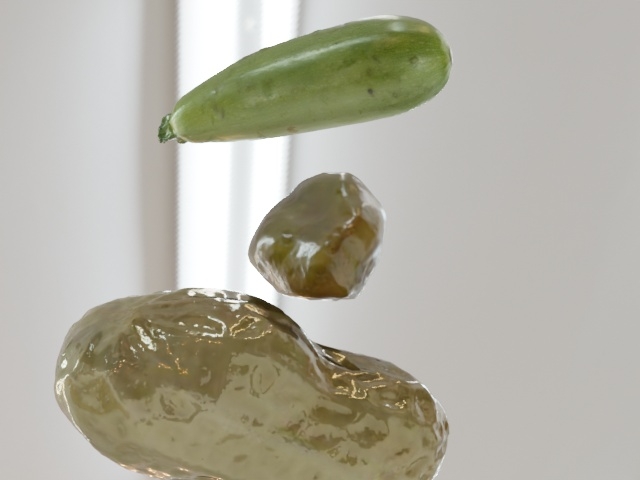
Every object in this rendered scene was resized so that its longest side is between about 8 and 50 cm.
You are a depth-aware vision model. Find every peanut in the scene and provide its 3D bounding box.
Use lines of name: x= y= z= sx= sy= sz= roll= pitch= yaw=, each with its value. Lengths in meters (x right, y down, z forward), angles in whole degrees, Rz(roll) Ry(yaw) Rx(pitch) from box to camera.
peanut: x=-0.043 y=0.124 z=1.036 sx=0.313 sy=0.152 sz=0.152 roll=23 pitch=-69 yaw=-16

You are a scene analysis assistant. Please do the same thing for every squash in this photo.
squash: x=-0.027 y=-0.183 z=1.622 sx=0.370 sy=0.118 sz=0.118 roll=-11 pitch=-34 yaw=15

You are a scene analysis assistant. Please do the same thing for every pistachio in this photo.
pistachio: x=0.001 y=-0.003 z=1.108 sx=0.110 sy=0.100 sz=0.189 roll=-63 pitch=-3 yaw=0
